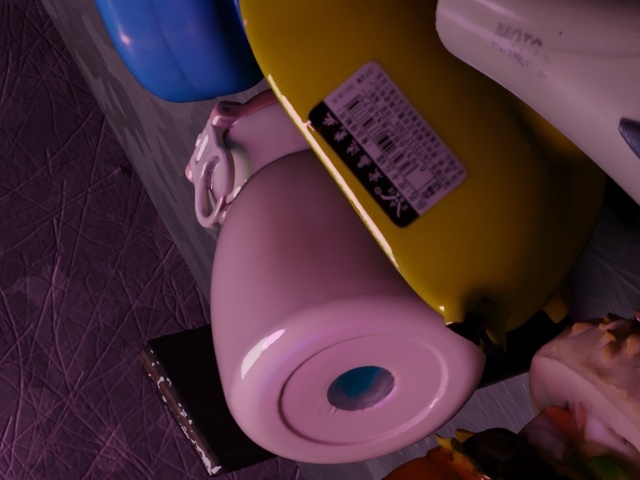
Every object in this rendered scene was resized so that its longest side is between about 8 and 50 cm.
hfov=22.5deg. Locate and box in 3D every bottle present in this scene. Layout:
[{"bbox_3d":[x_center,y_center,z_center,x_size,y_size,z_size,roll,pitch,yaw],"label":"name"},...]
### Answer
[{"bbox_3d":[0.000,0.000,0.946,0.147,0.147,0.236,77,178,-46],"label":"bottle"}]

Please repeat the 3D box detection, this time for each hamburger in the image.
[{"bbox_3d":[0.170,0.188,0.878,0.291,0.225,0.291,55,171,12],"label":"hamburger"}]

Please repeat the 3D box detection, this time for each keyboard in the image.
[{"bbox_3d":[0.034,0.069,1.023,0.106,0.317,0.027,56,138,25],"label":"keyboard"}]

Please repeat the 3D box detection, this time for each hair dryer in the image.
[{"bbox_3d":[0.136,-0.008,0.714,0.296,0.119,0.298,57,141,34],"label":"hair dryer"}]

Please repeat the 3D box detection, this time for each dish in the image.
[{"bbox_3d":[0.081,-0.080,0.866,0.262,0.108,0.221,59,-153,9],"label":"dish"}]

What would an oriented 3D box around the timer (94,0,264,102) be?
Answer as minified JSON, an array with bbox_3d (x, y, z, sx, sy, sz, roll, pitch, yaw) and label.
[{"bbox_3d":[-0.083,-0.273,0.957,0.309,0.115,0.340,-82,-20,-52],"label":"timer"}]
